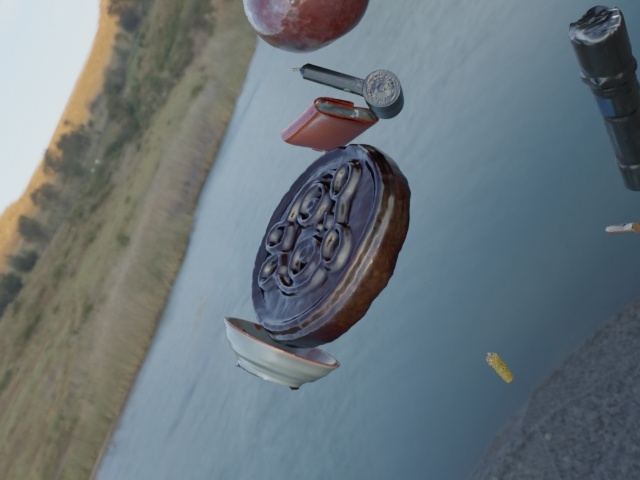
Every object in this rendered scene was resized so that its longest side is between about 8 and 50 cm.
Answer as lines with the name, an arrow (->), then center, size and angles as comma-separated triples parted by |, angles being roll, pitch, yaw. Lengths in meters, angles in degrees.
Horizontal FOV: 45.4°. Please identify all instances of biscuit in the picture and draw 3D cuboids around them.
biscuit -> 0.000, 0.000, 1.416 | 0.407, 0.091, 0.408 | -39, 37, 38

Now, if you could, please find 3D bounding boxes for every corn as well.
corn -> 0.393, 0.278, 1.683 | 0.028, 0.083, 0.027 | -43, 9, -22

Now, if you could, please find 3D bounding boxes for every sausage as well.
sausage -> 0.737, -0.028, 1.872 | 0.116, 0.026, 0.026 | 166, 127, -77

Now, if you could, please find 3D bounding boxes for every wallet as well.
wallet -> 0.016, -0.238, 1.595 | 0.204, 0.142, 0.045 | 154, 123, -66

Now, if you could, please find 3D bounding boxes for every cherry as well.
cherry -> -0.022, -0.465, 1.426 | 0.261, 0.221, 0.307 | -34, 22, 21

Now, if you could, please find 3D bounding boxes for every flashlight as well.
flashlight -> 0.565, -0.247, 1.434 | 0.103, 0.424, 0.103 | -21, 42, 20

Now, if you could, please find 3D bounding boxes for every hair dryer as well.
hair dryer -> 0.050, -0.292, 1.440 | 0.124, 0.219, 0.072 | 17, -89, -83

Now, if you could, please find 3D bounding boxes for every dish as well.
dish -> -0.094, 0.244, 1.587 | 0.086, 0.260, 0.260 | -68, 13, -1
